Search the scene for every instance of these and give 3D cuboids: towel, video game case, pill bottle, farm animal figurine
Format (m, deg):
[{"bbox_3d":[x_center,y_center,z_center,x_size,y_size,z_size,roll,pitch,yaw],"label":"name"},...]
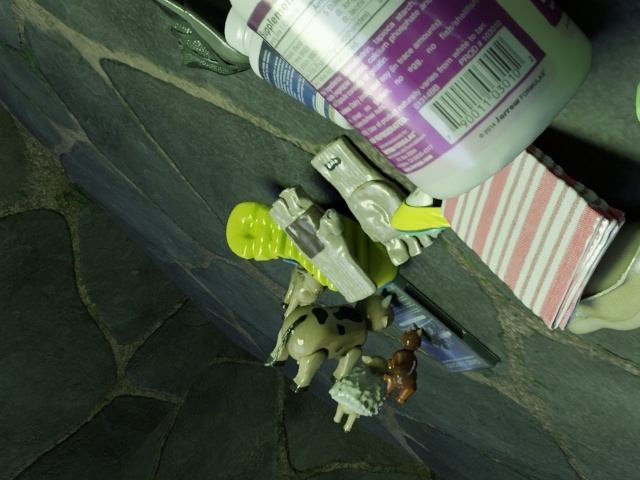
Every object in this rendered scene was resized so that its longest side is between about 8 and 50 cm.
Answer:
[{"bbox_3d":[0.191,-0.026,0.725,0.197,0.029,0.144,52,146,38],"label":"towel"},{"bbox_3d":[0.175,0.142,1.371,0.274,0.026,0.196,39,163,-1],"label":"video game case"},{"bbox_3d":[0.040,-0.187,0.560,0.301,0.169,0.169,43,163,-9],"label":"pill bottle"},{"bbox_3d":[-0.014,-0.195,0.785,0.169,0.094,0.094,34,162,19],"label":"pill bottle"},{"bbox_3d":[0.033,0.143,1.321,0.330,0.172,0.327,33,-157,22],"label":"farm animal figurine"}]

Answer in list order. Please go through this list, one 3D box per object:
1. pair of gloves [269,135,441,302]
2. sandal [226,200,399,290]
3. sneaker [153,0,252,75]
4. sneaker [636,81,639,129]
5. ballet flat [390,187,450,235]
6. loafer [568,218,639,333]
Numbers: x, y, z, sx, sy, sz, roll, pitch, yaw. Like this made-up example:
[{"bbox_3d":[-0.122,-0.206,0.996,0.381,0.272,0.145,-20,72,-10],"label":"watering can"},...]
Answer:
[{"bbox_3d":[0.041,-0.025,1.091,0.204,0.042,0.240,45,139,-2],"label":"pair of gloves"},{"bbox_3d":[0.000,0.000,1.271,0.317,0.126,0.138,21,-167,31],"label":"sandal"},{"bbox_3d":[-0.168,-0.282,0.907,0.227,0.087,0.130,38,158,-12],"label":"sneaker"},{"bbox_3d":[0.373,0.018,0.349,0.483,0.185,0.202,31,157,31],"label":"sneaker"},{"bbox_3d":[0.157,-0.047,0.863,0.231,0.077,0.077,7,122,57],"label":"ballet flat"},{"bbox_3d":[0.272,0.030,0.739,0.092,0.102,0.268,32,163,6],"label":"loafer"}]
